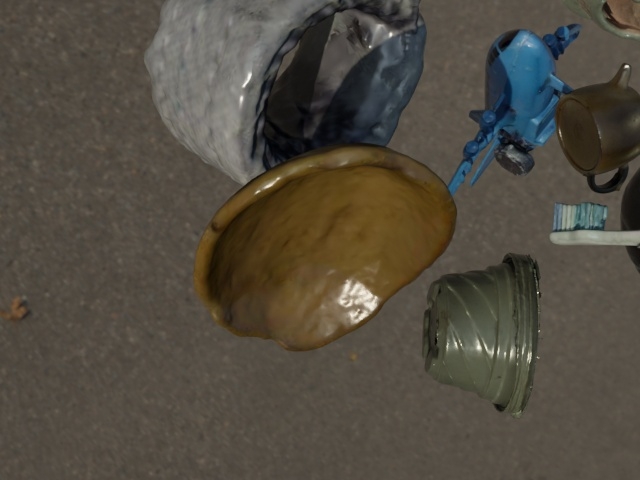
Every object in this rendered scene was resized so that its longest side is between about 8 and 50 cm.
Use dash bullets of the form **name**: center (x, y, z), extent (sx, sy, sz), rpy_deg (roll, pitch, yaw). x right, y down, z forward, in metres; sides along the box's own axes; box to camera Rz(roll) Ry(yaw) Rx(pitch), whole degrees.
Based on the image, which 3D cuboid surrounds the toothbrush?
- **toothbrush**: center (0.287, -0.014, 0.727), extent (0.040, 0.386, 0.040), rpy_deg (1, 89, -28)

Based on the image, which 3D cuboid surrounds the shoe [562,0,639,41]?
- **shoe**: center (0.497, -0.403, 1.840), extent (0.100, 0.251, 0.103), rpy_deg (-29, 135, -35)

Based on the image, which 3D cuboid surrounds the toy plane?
- **toy plane**: center (0.200, -0.138, 1.081), extent (0.254, 0.105, 0.271), rpy_deg (-51, 175, -9)

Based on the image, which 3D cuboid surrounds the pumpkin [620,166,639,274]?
- **pumpkin**: center (0.664, -0.033, 1.778), extent (0.238, 0.315, 0.315), rpy_deg (-47, 133, -38)

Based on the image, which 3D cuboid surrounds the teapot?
- **teapot**: center (0.251, -0.093, 0.924), extent (0.068, 0.076, 0.121), rpy_deg (-18, 122, -13)

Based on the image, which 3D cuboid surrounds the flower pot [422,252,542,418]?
- **flower pot**: center (0.219, 0.128, 1.497), extent (0.140, 0.235, 0.236), rpy_deg (3, 110, -3)

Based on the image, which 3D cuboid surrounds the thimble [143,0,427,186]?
- **thimble**: center (-0.030, -0.166, 0.991), extent (0.245, 0.157, 0.217), rpy_deg (-44, 140, -16)

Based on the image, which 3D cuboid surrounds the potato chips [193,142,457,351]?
- **potato chips**: center (0.000, -0.001, 0.789), extent (0.195, 0.062, 0.208), rpy_deg (-16, 143, -2)
